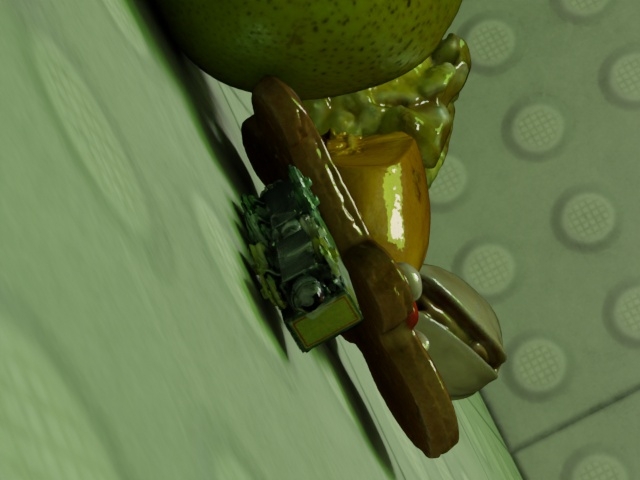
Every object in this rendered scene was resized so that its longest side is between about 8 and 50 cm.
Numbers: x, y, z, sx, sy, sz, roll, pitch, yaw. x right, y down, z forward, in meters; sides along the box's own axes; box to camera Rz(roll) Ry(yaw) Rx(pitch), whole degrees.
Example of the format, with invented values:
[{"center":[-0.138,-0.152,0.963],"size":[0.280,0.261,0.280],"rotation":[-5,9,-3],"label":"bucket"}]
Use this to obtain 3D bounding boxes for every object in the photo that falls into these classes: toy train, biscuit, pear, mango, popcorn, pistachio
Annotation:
[{"center":[-0.014,0.013,1.128],"size":[0.081,0.060,0.202],"rotation":[60,4,-22],"label":"toy train"},{"center":[0.029,0.025,1.296],"size":[0.324,0.049,0.205],"rotation":[63,-13,6],"label":"biscuit"},{"center":[-0.018,-0.250,1.328],"size":[0.294,0.294,0.294],"rotation":[62,5,-9],"label":"pear"},{"center":[0.054,-0.030,1.699],"size":[0.252,0.126,0.154],"rotation":[-95,178,-55],"label":"mango"},{"center":[0.089,-0.170,2.088],"size":[0.206,0.251,0.237],"rotation":[51,16,-55],"label":"popcorn"},{"center":[0.134,0.104,1.833],"size":[0.152,0.126,0.223],"rotation":[24,-15,36],"label":"pistachio"}]
